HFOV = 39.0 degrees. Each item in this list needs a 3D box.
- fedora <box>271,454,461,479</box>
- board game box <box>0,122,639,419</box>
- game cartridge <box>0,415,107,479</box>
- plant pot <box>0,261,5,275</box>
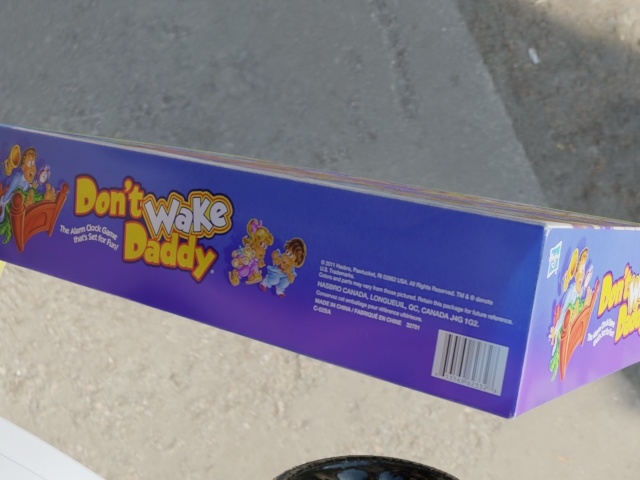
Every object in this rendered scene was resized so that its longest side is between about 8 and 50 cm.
[{"bbox_3d":[0.073,0.438,1.328,0.334,0.334,0.152,1,100,-22],"label":"fedora"},{"bbox_3d":[0.000,0.000,0.526,0.233,0.347,0.078,0,100,-57],"label":"board game box"},{"bbox_3d":[-0.258,0.209,0.749,0.294,0.196,0.060,44,56,-29],"label":"game cartridge"},{"bbox_3d":[-0.515,0.072,1.025,0.212,0.187,0.212,18,89,-2],"label":"plant pot"}]
